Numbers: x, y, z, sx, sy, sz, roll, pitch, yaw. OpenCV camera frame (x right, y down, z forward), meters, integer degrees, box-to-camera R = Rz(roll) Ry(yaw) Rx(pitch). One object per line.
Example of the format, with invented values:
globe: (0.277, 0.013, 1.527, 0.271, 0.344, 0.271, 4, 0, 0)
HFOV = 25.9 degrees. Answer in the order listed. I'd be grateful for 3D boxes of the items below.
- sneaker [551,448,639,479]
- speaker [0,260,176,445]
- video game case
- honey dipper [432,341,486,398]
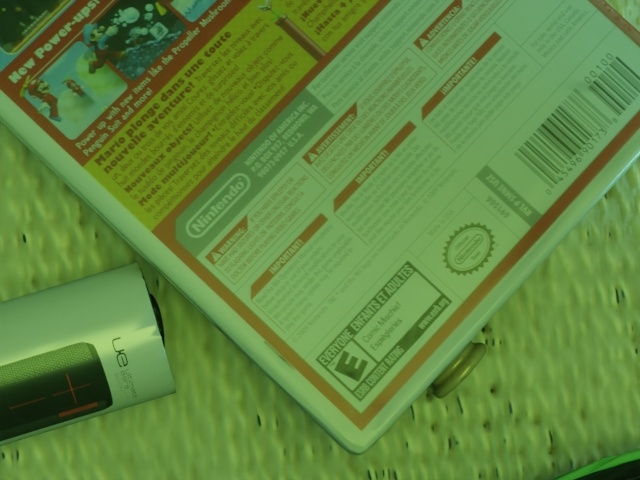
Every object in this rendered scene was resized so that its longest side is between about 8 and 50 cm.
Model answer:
sneaker: (0.006, 0.216, 0.465, 0.482, 0.202, 0.185, -33, 90, -9)
speaker: (-0.126, 0.052, 0.536, 0.136, 0.055, 0.055, -16, 88, -9)
video game case: (-0.020, -0.085, 0.557, 0.285, 0.025, 0.204, 43, 80, 3)
honey dipper: (0.000, 0.000, 0.568, 0.160, 0.030, 0.030, 43, 82, -1)
